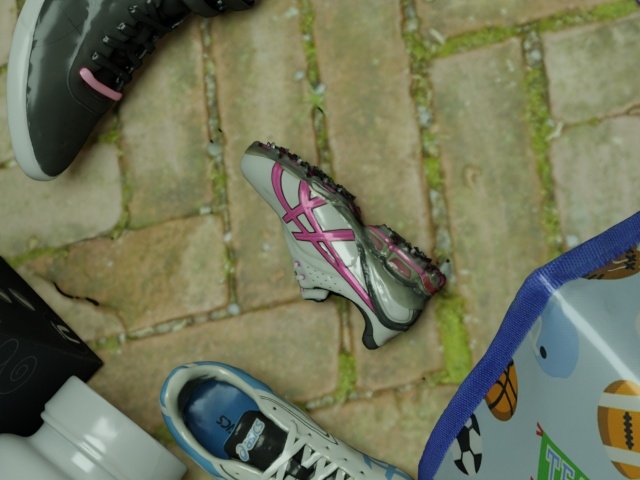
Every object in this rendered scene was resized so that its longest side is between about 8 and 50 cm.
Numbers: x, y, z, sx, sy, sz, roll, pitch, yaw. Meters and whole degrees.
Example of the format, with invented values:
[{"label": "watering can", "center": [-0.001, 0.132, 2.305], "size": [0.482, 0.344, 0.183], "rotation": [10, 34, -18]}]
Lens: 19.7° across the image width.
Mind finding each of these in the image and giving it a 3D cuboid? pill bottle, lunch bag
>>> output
[{"label": "pill bottle", "center": [-0.222, 0.237, 1.338], "size": [0.152, 0.152, 0.272], "rotation": [35, 80, 21]}, {"label": "lunch bag", "center": [0.234, 0.189, 1.118], "size": [0.239, 0.385, 0.328], "rotation": [-25, 66, -30]}]

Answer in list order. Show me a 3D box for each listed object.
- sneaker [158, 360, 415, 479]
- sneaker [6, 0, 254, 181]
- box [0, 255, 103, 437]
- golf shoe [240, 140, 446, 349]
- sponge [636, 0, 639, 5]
[{"label": "sneaker", "center": [-0.019, 0.165, 1.328], "size": [0.237, 0.086, 0.085], "rotation": [29, 89, 20]}, {"label": "sneaker", "center": [-0.135, -0.176, 1.420], "size": [0.147, 0.104, 0.296], "rotation": [16, 81, 26]}, {"label": "box", "center": [-0.307, 0.088, 1.341], "size": [0.143, 0.270, 0.165], "rotation": [43, 95, 21]}, {"label": "golf shoe", "center": [0.000, 0.000, 1.361], "size": [0.186, 0.067, 0.086], "rotation": [42, 96, 21]}, {"label": "sponge", "center": [0.295, -0.177, 1.312], "size": [0.117, 0.031, 0.210], "rotation": [-37, 69, 8]}]
